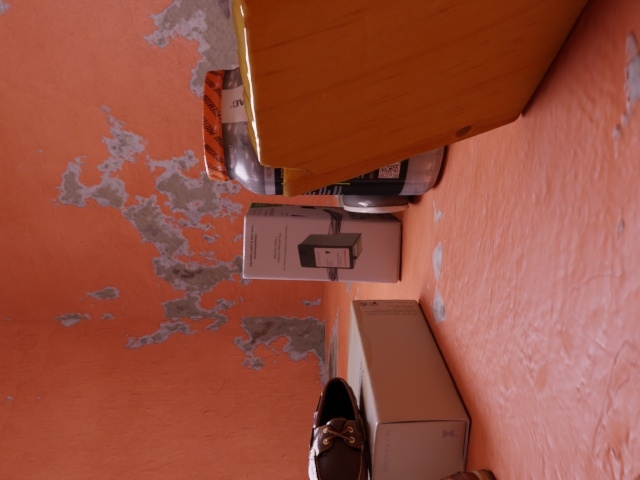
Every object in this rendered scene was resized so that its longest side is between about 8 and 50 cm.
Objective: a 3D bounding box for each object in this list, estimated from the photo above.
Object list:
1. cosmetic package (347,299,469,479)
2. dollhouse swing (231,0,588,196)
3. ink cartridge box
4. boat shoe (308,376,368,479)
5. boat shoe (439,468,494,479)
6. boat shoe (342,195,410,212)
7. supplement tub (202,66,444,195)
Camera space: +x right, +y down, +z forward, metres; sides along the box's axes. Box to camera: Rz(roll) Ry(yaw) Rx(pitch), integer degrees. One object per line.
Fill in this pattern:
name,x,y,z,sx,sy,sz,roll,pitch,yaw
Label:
cosmetic package,0.108,0.219,0.861,0.309,0.113,0.160,-96,7,-70
dollhouse swing,0.051,-0.274,0.425,0.346,0.315,0.304,96,153,-67
ink cartridge box,0.000,0.000,1.208,0.211,0.290,0.121,-107,20,-79
boat shoe,0.019,0.250,0.763,0.207,0.073,0.073,-99,7,-69
boat shoe,0.148,0.278,0.567,0.178,0.060,0.064,-104,14,-77
boat shoe,0.092,-0.113,1.108,0.335,0.112,0.095,-88,-7,-79
supplement tub,0.002,-0.159,0.863,0.193,0.316,0.193,180,90,-86
